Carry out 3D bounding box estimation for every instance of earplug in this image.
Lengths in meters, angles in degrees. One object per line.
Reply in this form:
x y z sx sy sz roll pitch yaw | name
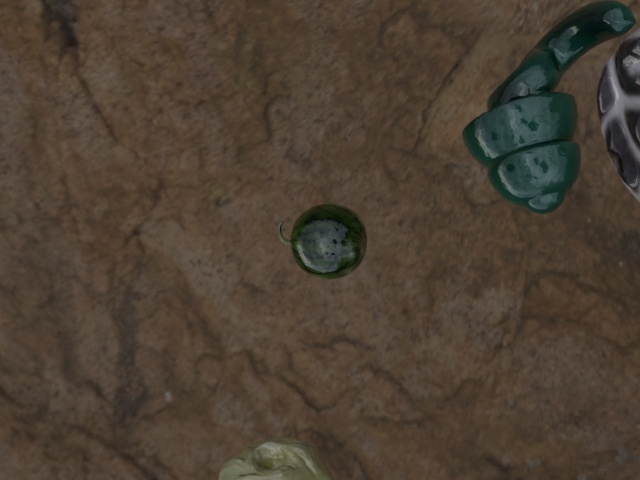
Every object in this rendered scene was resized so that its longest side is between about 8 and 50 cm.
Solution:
0.325 -0.179 1.347 0.257 0.164 0.280 -10 80 16 | earplug

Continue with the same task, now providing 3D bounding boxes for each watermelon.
0.006 0.003 1.207 0.108 0.109 0.109 6 113 14 | watermelon

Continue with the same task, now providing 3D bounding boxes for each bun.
-0.033 0.168 0.673 0.086 0.086 0.055 0 112 17 | bun

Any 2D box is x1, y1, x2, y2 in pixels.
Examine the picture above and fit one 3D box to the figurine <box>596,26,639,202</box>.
0.238 0.057 0.258 0.196 0.323 0.320 -42 130 9 | figurine
